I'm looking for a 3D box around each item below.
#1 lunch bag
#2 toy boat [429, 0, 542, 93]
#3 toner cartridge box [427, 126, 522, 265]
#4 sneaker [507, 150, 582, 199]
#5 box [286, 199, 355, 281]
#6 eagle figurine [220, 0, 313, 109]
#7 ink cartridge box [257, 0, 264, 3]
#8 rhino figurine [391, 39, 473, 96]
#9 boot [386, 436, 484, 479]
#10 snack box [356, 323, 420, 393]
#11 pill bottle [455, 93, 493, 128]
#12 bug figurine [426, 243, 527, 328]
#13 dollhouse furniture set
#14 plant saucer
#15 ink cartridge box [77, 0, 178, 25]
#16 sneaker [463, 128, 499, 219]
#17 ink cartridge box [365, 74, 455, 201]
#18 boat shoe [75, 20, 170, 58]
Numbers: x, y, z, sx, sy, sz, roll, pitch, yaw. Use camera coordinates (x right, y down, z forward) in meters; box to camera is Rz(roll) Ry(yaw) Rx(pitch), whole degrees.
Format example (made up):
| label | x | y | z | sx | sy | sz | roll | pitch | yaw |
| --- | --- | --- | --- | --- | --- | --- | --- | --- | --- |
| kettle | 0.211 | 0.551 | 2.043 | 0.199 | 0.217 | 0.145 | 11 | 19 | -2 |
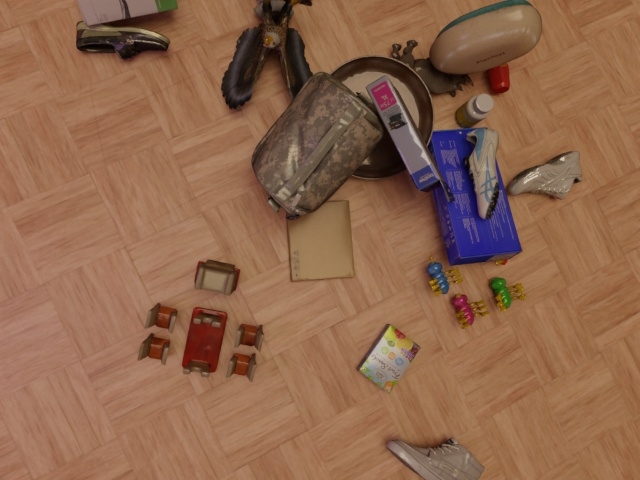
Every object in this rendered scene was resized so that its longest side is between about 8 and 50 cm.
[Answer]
| label | x | y | z | sx | sy | sz | roll | pitch | yaw |
| --- | --- | --- | --- | --- | --- | --- | --- | --- | --- |
| lunch bag | -0.011 | -0.212 | 1.178 | 0.213 | 0.256 | 0.305 | 38 | 103 | -12 |
| toy boat | 0.421 | -0.494 | 1.318 | 0.268 | 0.318 | 0.147 | -11 | 78 | 27 |
| toner cartridge box | 0.379 | -0.116 | 1.328 | 0.165 | 0.075 | 0.347 | -5 | 72 | -10 |
| sneaker | 0.618 | -0.156 | 1.405 | 0.232 | 0.090 | 0.115 | -23 | 92 | -10 |
| box | 0.000 | 0.000 | 1.323 | 0.165 | 0.021 | 0.201 | -3 | 85 | -9 |
| eagle figurine | -0.116 | -0.468 | 1.289 | 0.227 | 0.225 | 0.298 | 24 | 120 | 31 |
| ink cartridge box | -0.065 | -0.761 | 1.297 | 0.270 | 0.198 | 0.197 | -22 | 89 | -10 |
| rhino figurine | 0.300 | -0.447 | 1.389 | 0.244 | 0.073 | 0.106 | 13 | 78 | -15 |
| boot | 0.288 | 0.536 | 1.291 | 0.258 | 0.095 | 0.123 | 39 | 74 | -12 |
| snack box | 0.172 | 0.297 | 1.313 | 0.100 | 0.037 | 0.141 | 38 | 80 | -3 |
| pill bottle | 0.407 | -0.343 | 1.372 | 0.065 | 0.116 | 0.065 | 1 | 85 | -10 |
| bug figurine | 0.403 | 0.103 | 1.352 | 0.279 | 0.072 | 0.216 | -23 | 95 | -15 |
| dollhouse furniture set | -0.263 | 0.184 | 1.230 | 0.262 | 0.135 | 0.258 | 13 | 94 | -8 |
| plant saucer | 0.133 | -0.311 | 1.334 | 0.311 | 0.050 | 0.310 | 0 | 97 | -1 |
| ink cartridge box | -0.469 | -0.611 | 1.241 | 0.220 | 0.092 | 0.160 | -16 | 56 | -11 |
| sneaker | 0.392 | -0.161 | 1.270 | 0.086 | 0.085 | 0.237 | -1 | 72 | 19 |
| ink cartridge box | 0.213 | -0.217 | 1.204 | 0.065 | 0.186 | 0.310 | -30 | 85 | 17 |
| boat shoe | -0.481 | -0.477 | 1.267 | 0.224 | 0.080 | 0.073 | 8 | 89 | -3 |
